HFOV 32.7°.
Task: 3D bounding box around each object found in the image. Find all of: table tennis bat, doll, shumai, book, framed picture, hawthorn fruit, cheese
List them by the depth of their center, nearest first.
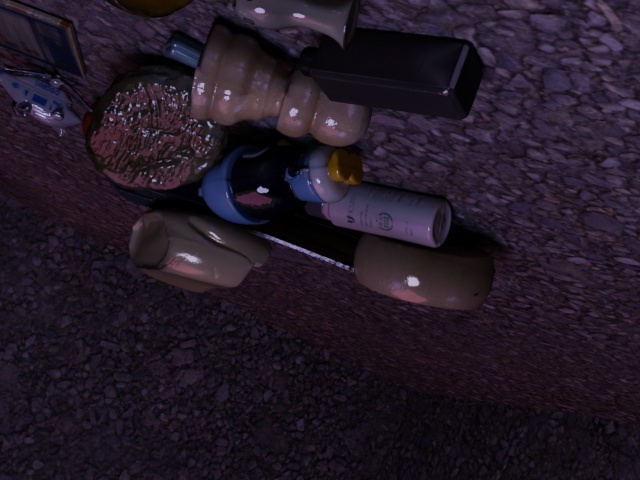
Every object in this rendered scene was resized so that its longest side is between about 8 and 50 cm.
[{"bbox_3d":[-0.132,-0.258,1.696,0.237,0.038,0.149,22,168,-23],"label":"table tennis bat"},{"bbox_3d":[-0.271,-0.224,1.876,0.271,0.204,0.222,-12,124,19],"label":"shumai"},{"bbox_3d":[-0.565,-0.383,1.882,0.322,0.018,0.228,21,166,-1],"label":"book"},{"bbox_3d":[-0.082,-0.104,1.889,0.314,0.141,0.177,-9,171,28],"label":"doll"},{"bbox_3d":[-0.230,0.024,2.058,0.233,0.127,0.266,20,169,-28],"label":"cheese"},{"bbox_3d":[-0.416,-0.227,2.118,0.093,0.093,0.093,20,166,5],"label":"hawthorn fruit"},{"bbox_3d":[0.000,0.000,2.281,0.338,0.014,0.255,22,-166,1],"label":"framed picture"}]

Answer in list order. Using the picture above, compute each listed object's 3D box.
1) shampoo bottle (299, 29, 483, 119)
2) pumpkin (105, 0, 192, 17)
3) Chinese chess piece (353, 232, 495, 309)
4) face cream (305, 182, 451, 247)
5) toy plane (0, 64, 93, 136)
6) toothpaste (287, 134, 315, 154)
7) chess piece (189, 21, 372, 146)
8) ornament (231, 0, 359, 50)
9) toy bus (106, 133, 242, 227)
[{"bbox_3d":[0.083,-0.222,1.423,0.246,0.080,0.079,12,162,30],"label":"shampoo bottle"},{"bbox_3d":[-0.251,-0.334,1.360,0.130,0.149,0.254,-3,154,42],"label":"pumpkin"},{"bbox_3d":[0.195,0.051,2.061,0.273,0.102,0.273,10,-172,-1],"label":"Chinese chess piece"},{"bbox_3d":[0.084,-0.060,2.009,0.311,0.092,0.092,14,165,29],"label":"face cream"},{"bbox_3d":[-0.569,-0.290,2.033,0.273,0.107,0.182,25,179,-40],"label":"toy plane"},{"bbox_3d":[-0.036,-0.152,1.953,0.056,0.036,0.205,19,161,5],"label":"toothpaste"},{"bbox_3d":[-0.052,-0.211,1.575,0.260,0.143,0.143,17,166,-2],"label":"chess piece"},{"bbox_3d":[-0.033,-0.291,1.353,0.156,0.081,0.075,16,132,9],"label":"ornament"},{"bbox_3d":[-0.261,-0.131,2.081,0.275,0.167,0.138,19,167,10],"label":"toy bus"}]
